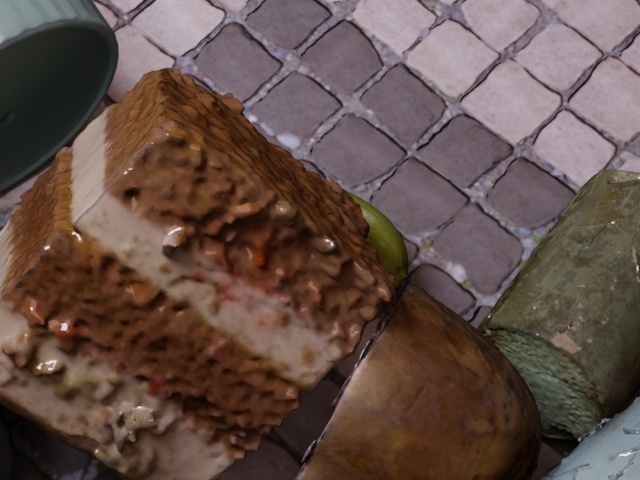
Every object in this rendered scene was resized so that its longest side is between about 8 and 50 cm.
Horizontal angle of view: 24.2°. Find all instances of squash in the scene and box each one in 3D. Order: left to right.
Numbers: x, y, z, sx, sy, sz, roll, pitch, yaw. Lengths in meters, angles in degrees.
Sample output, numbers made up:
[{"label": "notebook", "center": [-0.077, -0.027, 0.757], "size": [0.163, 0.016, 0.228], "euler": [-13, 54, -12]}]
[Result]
[{"label": "squash", "center": [0.000, 0.000, 1.445], "size": [0.187, 0.123, 0.123], "euler": [20, 63, 6]}]

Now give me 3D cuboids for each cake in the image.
[{"label": "cake", "center": [-0.125, 0.036, 1.250], "size": [0.256, 0.282, 0.290], "euler": [37, 99, -18]}]

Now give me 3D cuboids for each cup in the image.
[{"label": "cup", "center": [-0.445, -0.234, 1.423], "size": [0.401, 0.310, 0.392], "euler": [-32, 72, -27]}]

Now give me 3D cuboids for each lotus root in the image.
[{"label": "lotus root", "center": [0.082, 0.181, 1.284], "size": [0.192, 0.272, 0.272], "euler": [35, 65, 2]}]

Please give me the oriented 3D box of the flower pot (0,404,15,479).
[{"label": "flower pot", "center": [-0.369, 0.122, 1.317], "size": [0.235, 0.235, 0.148], "euler": [9, 42, 0]}]

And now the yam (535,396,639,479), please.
[{"label": "yam", "center": [0.380, 0.185, 1.285], "size": [0.348, 0.241, 0.241], "euler": [-41, 72, -6]}]

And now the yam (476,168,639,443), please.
[{"label": "yam", "center": [0.270, 0.051, 1.423], "size": [0.161, 0.161, 0.268], "euler": [35, 67, 13]}]
